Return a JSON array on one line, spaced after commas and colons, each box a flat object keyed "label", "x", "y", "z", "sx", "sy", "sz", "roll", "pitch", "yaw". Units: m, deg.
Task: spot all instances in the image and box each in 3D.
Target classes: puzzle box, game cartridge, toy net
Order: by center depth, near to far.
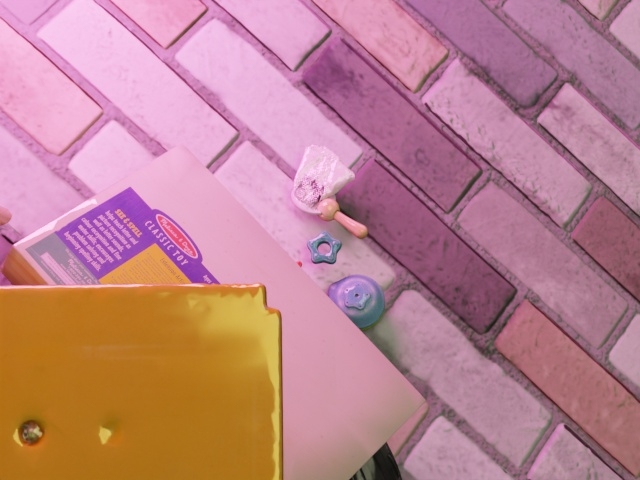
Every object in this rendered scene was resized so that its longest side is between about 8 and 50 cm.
[{"label": "game cartridge", "x": -0.196, "y": 0.184, "z": 1.291, "sx": 0.324, "sy": 0.052, "sz": 0.285, "roll": 0, "pitch": 83, "yaw": -1}, {"label": "puzzle box", "x": -0.106, "y": 0.102, "z": 1.429, "sx": 0.409, "sy": 0.052, "sz": 0.272, "roll": 47, "pitch": 46, "yaw": 7}, {"label": "toy net", "x": 0.000, "y": 0.000, "z": 1.628, "sx": 0.122, "sy": 0.045, "sz": 0.232, "roll": -12, "pitch": 74, "yaw": 0}]

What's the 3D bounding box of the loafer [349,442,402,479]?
[{"label": "loafer", "x": 0.032, "y": 0.199, "z": 1.558, "sx": 0.078, "sy": 0.076, "sz": 0.223, "roll": -18, "pitch": 85, "yaw": -30}]

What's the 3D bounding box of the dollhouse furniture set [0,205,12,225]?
[{"label": "dollhouse furniture set", "x": -0.567, "y": 0.093, "z": 1.321, "sx": 0.394, "sy": 0.256, "sz": 0.362, "roll": 25, "pitch": 65, "yaw": -35}]
